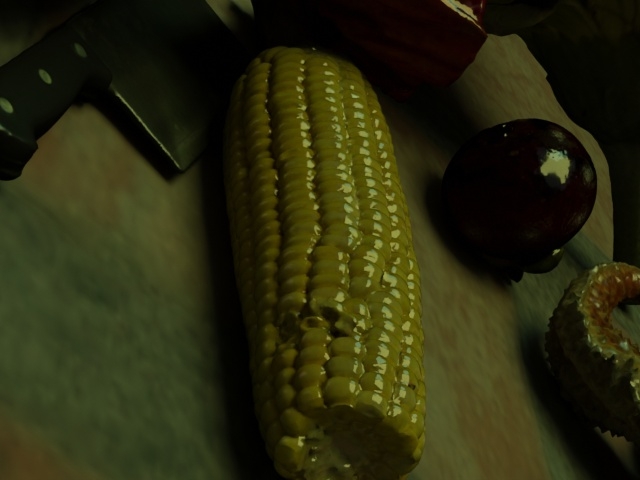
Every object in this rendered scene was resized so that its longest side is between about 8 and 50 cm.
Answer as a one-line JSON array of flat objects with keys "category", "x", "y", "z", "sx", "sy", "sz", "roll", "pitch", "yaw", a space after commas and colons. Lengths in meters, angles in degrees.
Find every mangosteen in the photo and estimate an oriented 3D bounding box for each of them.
[{"category": "mangosteen", "x": 0.105, "y": -0.024, "z": 0.670, "sx": 0.081, "sy": 0.081, "sz": 0.081, "roll": 40, "pitch": 26, "yaw": -25}]

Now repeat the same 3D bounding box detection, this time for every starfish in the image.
[{"category": "starfish", "x": 0.238, "y": 0.129, "z": 0.616, "sx": 0.303, "sy": 0.113, "sz": 0.312, "roll": 35, "pitch": 13, "yaw": -26}]

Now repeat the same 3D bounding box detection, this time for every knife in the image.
[{"category": "knife", "x": -0.067, "y": -0.060, "z": 0.489, "sx": 0.072, "sy": 0.019, "sz": 0.245, "roll": 49, "pitch": 22, "yaw": -10}]

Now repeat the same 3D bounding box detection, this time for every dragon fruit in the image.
[{"category": "dragon fruit", "x": 0.007, "y": -0.129, "z": 0.569, "sx": 0.092, "sy": 0.122, "sz": 0.192, "roll": 13, "pitch": -3, "yaw": -13}]

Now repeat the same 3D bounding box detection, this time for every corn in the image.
[{"category": "corn", "x": 0.000, "y": 0.000, "z": 0.463, "sx": 0.067, "sy": 0.067, "sz": 0.206, "roll": 35, "pitch": 30, "yaw": -33}]

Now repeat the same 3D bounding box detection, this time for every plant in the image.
[{"category": "plant", "x": 0.162, "y": -0.116, "z": 0.735, "sx": 0.306, "sy": 0.297, "sz": 0.261, "roll": 22, "pitch": 7, "yaw": 39}]
